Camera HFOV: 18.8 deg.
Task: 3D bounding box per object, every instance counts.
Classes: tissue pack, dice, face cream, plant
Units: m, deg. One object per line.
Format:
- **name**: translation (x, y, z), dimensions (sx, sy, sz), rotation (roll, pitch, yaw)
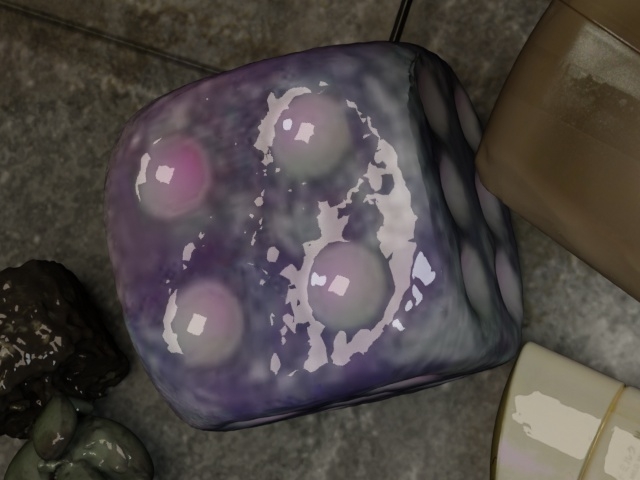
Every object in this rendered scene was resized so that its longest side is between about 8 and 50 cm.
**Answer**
- **tissue pack**: translation (0.297, -0.089, 1.403), dimensions (0.267, 0.387, 0.277), rotation (34, 98, 21)
- **dice**: translation (0.000, 0.000, 1.572), dimensions (0.271, 0.270, 0.270), rotation (-15, 82, 19)
- **face cream**: translation (0.292, 0.225, 1.548), dimensions (0.348, 0.081, 0.174), rotation (23, 107, 20)
- **plant**: translation (-0.237, 0.161, 1.718), dimensions (0.149, 0.146, 0.275), rotation (-26, 79, 15)
